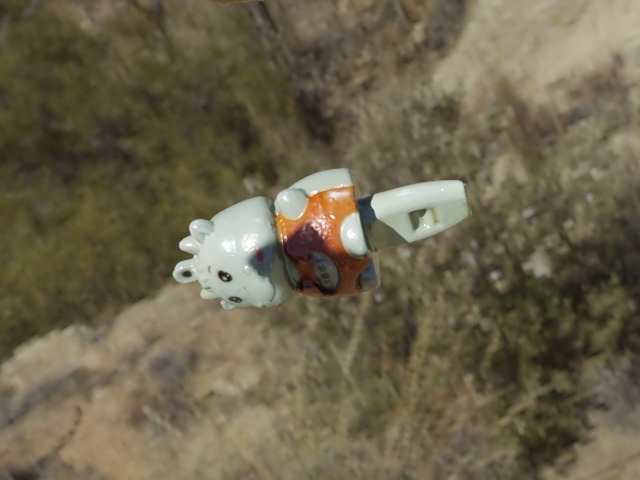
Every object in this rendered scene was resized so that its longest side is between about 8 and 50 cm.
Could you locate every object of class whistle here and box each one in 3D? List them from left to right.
[{"bbox_3d":[0.000,0.000,1.432,0.253,0.102,0.106,-15,72,4],"label":"whistle"}]

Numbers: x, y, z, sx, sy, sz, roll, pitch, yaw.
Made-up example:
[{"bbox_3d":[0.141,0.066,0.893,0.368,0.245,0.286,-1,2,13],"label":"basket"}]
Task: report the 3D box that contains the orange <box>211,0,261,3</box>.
[{"bbox_3d":[-0.069,-0.255,1.425,0.156,0.124,0.156,7,4,0],"label":"orange"}]
